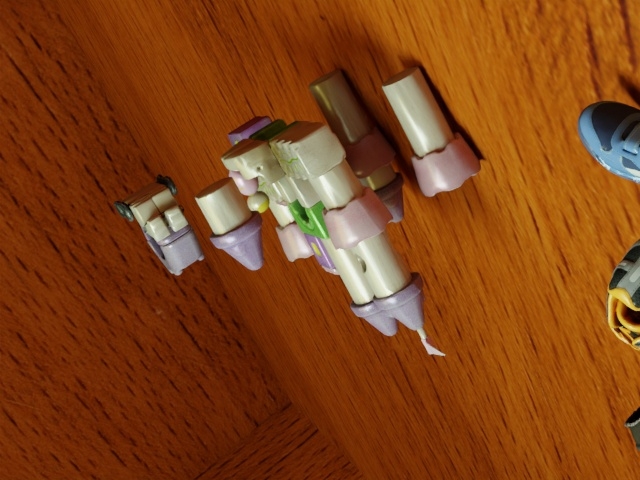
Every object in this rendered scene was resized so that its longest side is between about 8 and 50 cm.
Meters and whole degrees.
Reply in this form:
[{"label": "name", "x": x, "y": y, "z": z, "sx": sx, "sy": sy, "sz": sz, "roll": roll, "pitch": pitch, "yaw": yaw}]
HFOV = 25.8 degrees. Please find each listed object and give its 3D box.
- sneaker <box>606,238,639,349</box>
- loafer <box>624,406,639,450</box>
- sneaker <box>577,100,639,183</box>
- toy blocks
[{"label": "sneaker", "x": 0.280, "y": 0.060, "z": 1.182, "sx": 0.084, "sy": 0.083, "sz": 0.215, "roll": 41, "pitch": 166, "yaw": 34}, {"label": "loafer", "x": 0.296, "y": 0.088, "z": 1.106, "sx": 0.078, "sy": 0.080, "sz": 0.220, "roll": 42, "pitch": 139, "yaw": 15}, {"label": "sneaker", "x": 0.250, "y": -0.063, "z": 1.009, "sx": 0.144, "sy": 0.053, "sz": 0.059, "roll": 37, "pitch": 164, "yaw": 22}, {"label": "toy blocks", "x": 0.000, "y": 0.000, "z": 1.479, "sx": 0.260, "sy": 0.309, "sz": 0.288, "roll": 61, "pitch": 166, "yaw": -16}]
